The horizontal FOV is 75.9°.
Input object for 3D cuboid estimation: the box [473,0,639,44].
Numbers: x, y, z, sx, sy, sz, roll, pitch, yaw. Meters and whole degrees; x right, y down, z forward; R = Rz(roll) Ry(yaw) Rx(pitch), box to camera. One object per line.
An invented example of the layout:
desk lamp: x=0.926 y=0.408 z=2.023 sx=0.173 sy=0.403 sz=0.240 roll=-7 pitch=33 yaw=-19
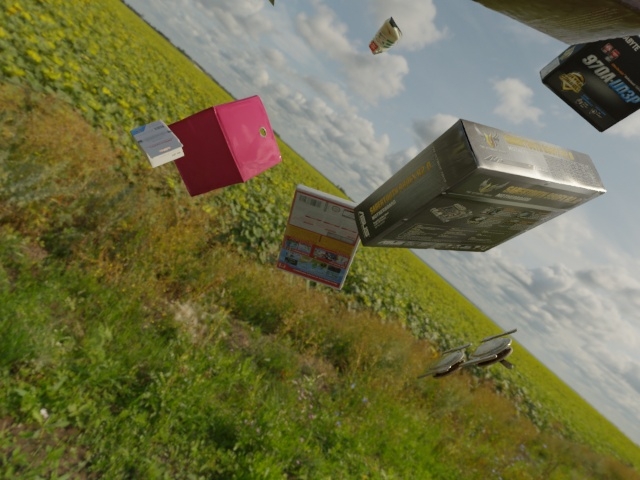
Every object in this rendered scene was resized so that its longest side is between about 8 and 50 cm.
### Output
box: x=0.336 y=-0.370 z=0.512 sx=0.202 sy=0.169 sz=0.167 roll=11 pitch=16 yaw=-18

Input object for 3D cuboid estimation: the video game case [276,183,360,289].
video game case: x=0.000 y=0.000 z=1.133 sx=0.203 sy=0.286 sz=0.025 roll=19 pitch=36 yaw=1

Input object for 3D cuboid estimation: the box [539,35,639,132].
box: x=0.634 y=-0.363 z=0.907 sx=0.220 sy=0.175 sz=0.051 roll=29 pitch=51 yaw=-18

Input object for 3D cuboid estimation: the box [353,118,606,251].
box: x=0.184 y=-0.048 z=0.491 sx=0.230 sy=0.183 sz=0.056 roll=2 pitch=64 yaw=-30

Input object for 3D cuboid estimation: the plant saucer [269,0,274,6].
plant saucer: x=-0.137 y=-0.736 z=1.093 sx=0.037 sy=0.195 sz=0.195 roll=1 pitch=16 yaw=-9

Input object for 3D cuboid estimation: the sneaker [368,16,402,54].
sneaker: x=0.172 y=-0.547 z=1.119 sx=0.057 sy=0.075 sz=0.161 roll=54 pitch=8 yaw=-7

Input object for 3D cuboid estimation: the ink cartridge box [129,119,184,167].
ink cartridge box: x=-0.227 y=-0.133 z=0.576 sx=0.083 sy=0.048 sz=0.028 roll=45 pitch=-27 yaw=34

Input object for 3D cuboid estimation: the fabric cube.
fabric cube: x=-0.334 y=-0.332 z=1.426 sx=0.258 sy=0.258 sz=0.255 roll=-46 pitch=122 yaw=-54

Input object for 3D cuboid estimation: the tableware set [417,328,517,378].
tableware set: x=0.297 y=0.241 z=0.814 sx=0.128 sy=0.194 sz=0.039 roll=-20 pitch=78 yaw=-45
